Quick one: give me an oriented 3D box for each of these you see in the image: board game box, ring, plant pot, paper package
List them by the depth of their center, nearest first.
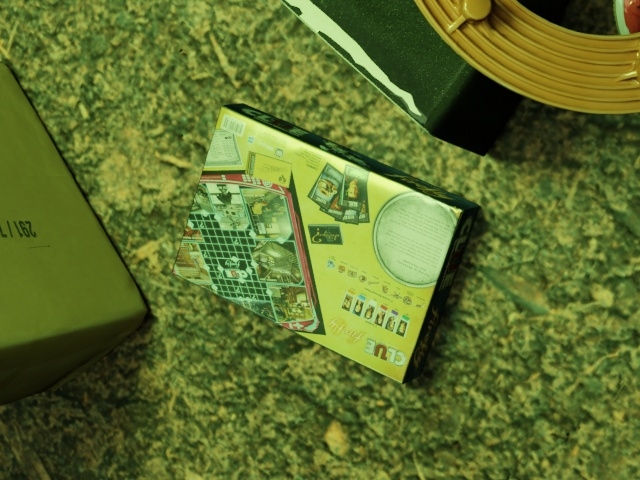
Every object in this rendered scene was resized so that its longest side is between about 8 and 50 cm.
[{"bbox_3d":[0.213,-0.261,1.340,0.336,0.032,0.337,0,87,-8],"label":"ring"},{"bbox_3d":[0.096,-0.195,1.438,0.187,0.188,0.167,44,99,15],"label":"plant pot"},{"bbox_3d":[0.000,0.000,1.582,0.243,0.042,0.165,25,107,22],"label":"board game box"},{"bbox_3d":[-0.356,0.000,1.604,0.168,0.325,0.309,-35,80,26],"label":"paper package"}]

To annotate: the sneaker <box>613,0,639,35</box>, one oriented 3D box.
[{"bbox_3d":[0.268,-0.209,1.417,0.067,0.042,0.119,7,98,29],"label":"sneaker"}]
